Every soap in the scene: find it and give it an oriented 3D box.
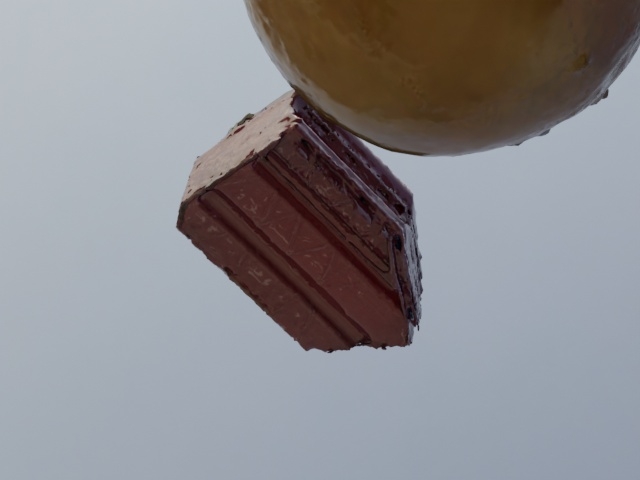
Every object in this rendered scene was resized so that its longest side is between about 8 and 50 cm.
[{"bbox_3d":[0.000,0.000,1.542,0.162,0.099,0.250,-33,-65,25],"label":"soap"}]

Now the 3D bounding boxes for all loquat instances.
[{"bbox_3d":[0.093,-0.222,1.225,0.328,0.328,0.328,7,-80,46],"label":"loquat"}]
